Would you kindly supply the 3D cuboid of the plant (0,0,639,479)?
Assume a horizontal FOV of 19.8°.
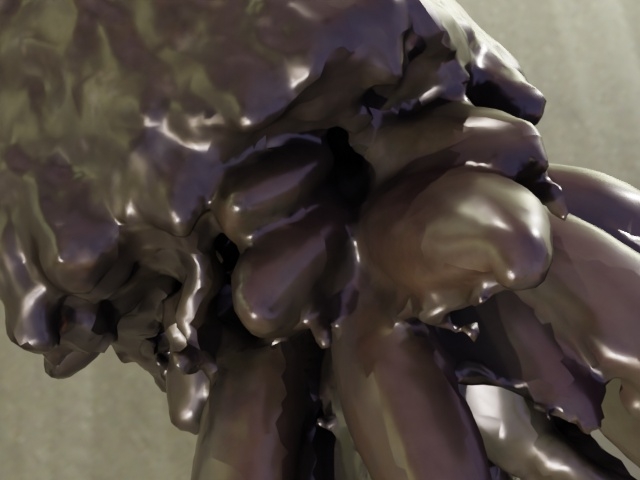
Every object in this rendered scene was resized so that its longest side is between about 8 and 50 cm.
[{"bbox_3d":[0.000,0.000,0.598,0.321,0.181,0.194,56,18,24],"label":"plant"}]
